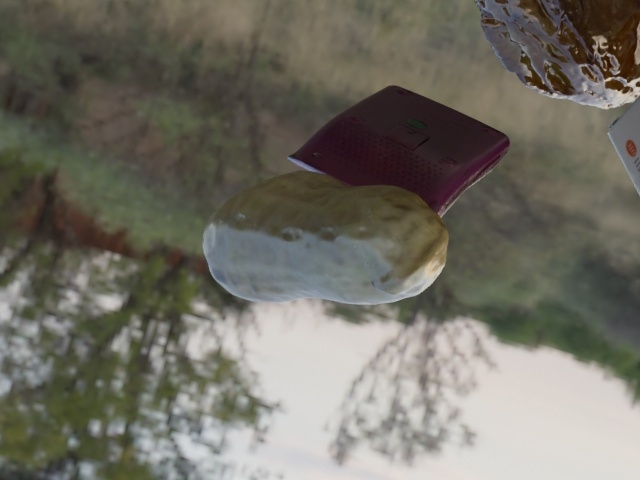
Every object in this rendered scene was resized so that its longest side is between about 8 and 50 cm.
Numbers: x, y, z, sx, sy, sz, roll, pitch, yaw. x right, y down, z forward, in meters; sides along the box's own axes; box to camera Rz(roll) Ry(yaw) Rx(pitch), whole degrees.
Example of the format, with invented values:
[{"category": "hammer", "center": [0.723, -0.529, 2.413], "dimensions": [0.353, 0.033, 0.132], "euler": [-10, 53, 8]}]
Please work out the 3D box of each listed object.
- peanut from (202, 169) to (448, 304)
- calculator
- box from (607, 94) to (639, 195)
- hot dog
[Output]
[{"category": "peanut", "center": [0.000, 0.000, 1.090], "dimensions": [0.099, 0.099, 0.214], "euler": [17, 173, -39]}, {"category": "calculator", "center": [0.069, -0.075, 1.249], "dimensions": [0.127, 0.034, 0.190], "euler": [25, -147, 17]}, {"category": "box", "center": [0.398, -0.045, 1.375], "dimensions": [0.069, 0.214, 0.353], "euler": [15, -140, -30]}, {"category": "hot dog", "center": [0.310, -0.286, 1.670], "dimensions": [0.388, 0.267, 0.174], "euler": [-26, 172, -30]}]
